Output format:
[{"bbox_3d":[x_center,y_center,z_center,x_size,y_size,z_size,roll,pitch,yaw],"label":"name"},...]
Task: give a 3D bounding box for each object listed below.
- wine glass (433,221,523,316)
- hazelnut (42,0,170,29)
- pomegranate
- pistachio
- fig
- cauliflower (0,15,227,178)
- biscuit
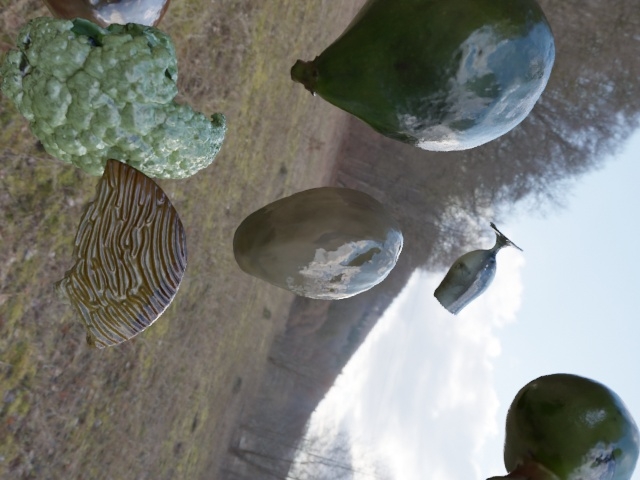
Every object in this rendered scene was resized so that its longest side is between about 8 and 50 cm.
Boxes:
[{"bbox_3d":[0.360,0.070,1.195,0.222,0.103,0.103,-50,-175,11],"label":"wine glass"},{"bbox_3d":[-0.466,-0.591,1.077,0.366,0.365,0.366,-164,-90,-89],"label":"hazelnut"},{"bbox_3d":[0.250,0.233,0.542,0.191,0.131,0.152,-22,121,-40],"label":"pomegranate"},{"bbox_3d":[0.000,0.000,0.855,0.166,0.287,0.198,128,-37,-77],"label":"pistachio"},{"bbox_3d":[0.096,-0.169,0.511,0.195,0.244,0.196,158,-90,-77],"label":"fig"},{"bbox_3d":[-0.289,-0.218,0.750,0.275,0.272,0.250,75,17,-55],"label":"cauliflower"},{"bbox_3d":[-0.260,0.014,0.652,0.031,0.176,0.229,-164,-123,-73],"label":"biscuit"}]
